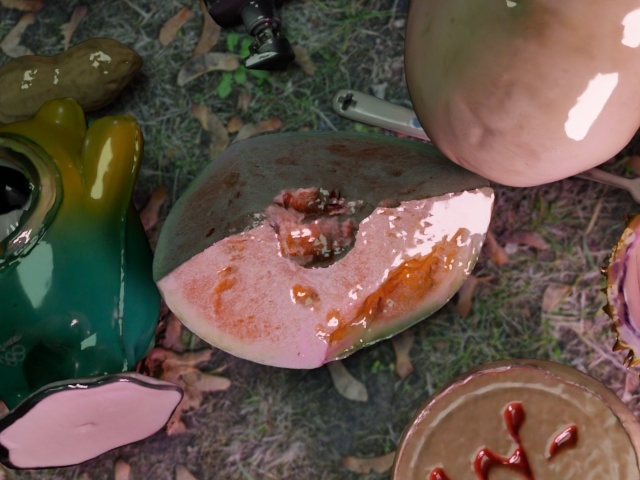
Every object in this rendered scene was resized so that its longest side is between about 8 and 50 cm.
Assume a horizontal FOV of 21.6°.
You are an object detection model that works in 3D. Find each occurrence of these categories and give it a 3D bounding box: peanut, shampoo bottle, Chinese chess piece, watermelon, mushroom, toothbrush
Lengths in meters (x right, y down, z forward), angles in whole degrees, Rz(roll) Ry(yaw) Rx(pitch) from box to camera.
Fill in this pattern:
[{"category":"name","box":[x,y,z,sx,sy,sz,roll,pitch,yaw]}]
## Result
[{"category":"peanut","box":[-0.276,-0.169,1.789,0.187,0.082,0.082,-12,73,14]},{"category":"shampoo bottle","box":[-0.096,-0.319,1.784,0.098,0.071,0.309,-24,73,6]},{"category":"Chinese chess piece","box":[0.187,0.234,1.545,0.250,0.103,0.249,-5,73,16]},{"category":"watermelon","box":[0.000,0.006,1.644,0.322,0.188,0.175,-4,118,-2]},{"category":"mushroom","box":[0.239,-0.208,1.503,0.353,0.325,0.353,-2,74,8]},{"category":"toothbrush","box":[0.182,-0.091,1.661,0.386,0.040,0.040,19,82,20]}]

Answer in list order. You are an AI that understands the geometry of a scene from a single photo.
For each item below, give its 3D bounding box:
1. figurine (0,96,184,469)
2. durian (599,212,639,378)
[{"category":"figurine","box":[-0.269,0.037,1.673,0.324,0.231,0.340,-34,60,33]},{"category":"durian","box":[0.390,0.014,1.541,0.341,0.112,0.191,-40,66,-5]}]
